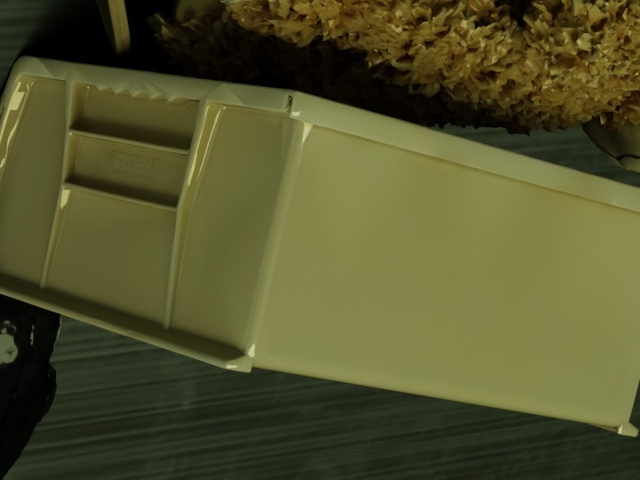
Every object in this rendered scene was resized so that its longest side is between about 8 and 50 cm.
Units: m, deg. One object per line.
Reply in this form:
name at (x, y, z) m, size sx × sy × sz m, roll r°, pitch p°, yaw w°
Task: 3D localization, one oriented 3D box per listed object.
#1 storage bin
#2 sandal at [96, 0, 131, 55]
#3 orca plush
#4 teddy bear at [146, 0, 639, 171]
storage bin at (0.000, 0.000, 0.996) m, size 0.262 × 0.260 × 0.123 m, roll 12°, pitch 91°, yaw -38°
sandal at (-0.081, -0.191, 0.892) m, size 0.079 × 0.088 × 0.240 m, roll -18°, pitch 131°, yaw -8°
orca plush at (-0.226, 0.131, 1.086) m, size 0.287 × 0.102 × 0.151 m, roll -43°, pitch 137°, yaw 10°
teddy bear at (0.084, -0.094, 0.985) m, size 0.245 × 0.113 × 0.338 m, roll -15°, pitch 164°, yaw 42°
